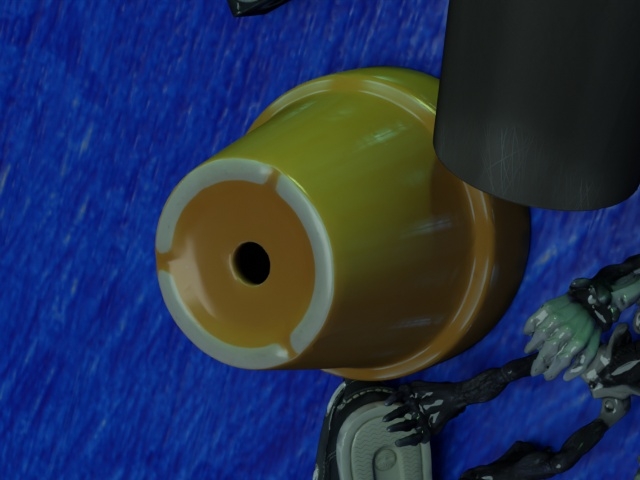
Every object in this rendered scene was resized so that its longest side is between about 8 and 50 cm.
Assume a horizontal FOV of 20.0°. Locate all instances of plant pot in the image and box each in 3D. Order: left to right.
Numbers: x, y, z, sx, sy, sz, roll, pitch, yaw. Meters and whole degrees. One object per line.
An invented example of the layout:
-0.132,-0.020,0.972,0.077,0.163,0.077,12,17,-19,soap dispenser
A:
0.000,0.000,1.137,0.205,0.188,0.205,7,103,30,plant pot

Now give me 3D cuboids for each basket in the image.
0.145,-0.144,1.032,0.154,0.204,0.227,21,120,20,basket

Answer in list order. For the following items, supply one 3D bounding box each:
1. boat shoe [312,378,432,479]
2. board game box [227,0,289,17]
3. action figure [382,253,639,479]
0.032,0.204,1.237,0.079,0.084,0.233,-138,46,-61,boat shoe
0.017,-0.266,1.162,0.243,0.042,0.165,-23,87,32,board game box
0.180,0.089,1.075,0.275,0.141,0.164,-30,98,32,action figure
